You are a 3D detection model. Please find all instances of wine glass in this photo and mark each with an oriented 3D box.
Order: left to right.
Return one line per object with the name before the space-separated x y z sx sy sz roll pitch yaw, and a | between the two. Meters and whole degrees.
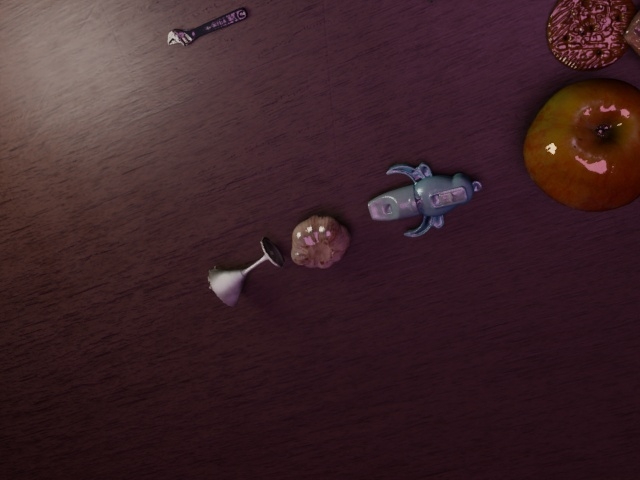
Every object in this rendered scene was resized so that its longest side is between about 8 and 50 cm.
wine glass | -0.188 0.079 1.752 0.183 0.122 0.122 -35 102 18

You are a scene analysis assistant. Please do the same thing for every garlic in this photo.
garlic | 0.000 0.000 1.698 0.147 0.102 0.159 30 125 -18

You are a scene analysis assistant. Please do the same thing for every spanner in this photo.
spanner | -0.268 -0.501 1.590 0.209 0.012 0.046 -17 107 15

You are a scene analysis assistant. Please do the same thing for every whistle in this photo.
whistle | 0.250 -0.101 1.628 0.274 0.093 0.186 -12 109 17

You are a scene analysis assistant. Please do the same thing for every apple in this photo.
apple | 0.587 -0.195 1.440 0.302 0.301 0.301 3 111 8

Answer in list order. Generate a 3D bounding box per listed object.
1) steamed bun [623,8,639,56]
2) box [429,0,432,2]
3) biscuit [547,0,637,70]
steamed bun | 0.732 -0.445 1.400 0.175 0.106 0.145 -42 106 16
box | 0.266 -0.645 1.396 0.274 0.138 0.178 -37 109 21
biscuit | 0.588 -0.461 1.465 0.188 0.027 0.187 3 111 8
